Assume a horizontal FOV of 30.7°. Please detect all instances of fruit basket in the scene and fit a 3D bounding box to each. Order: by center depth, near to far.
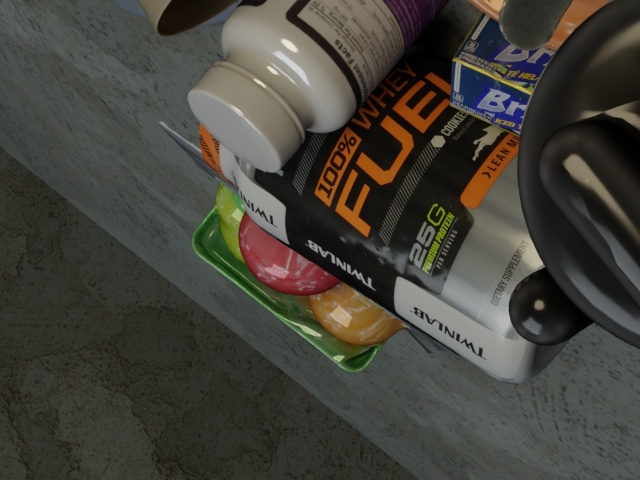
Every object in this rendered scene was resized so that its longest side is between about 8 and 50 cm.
[{"bbox_3d":[0.000,0.000,1.168,0.327,0.165,0.353,38,172,6],"label":"fruit basket"}]

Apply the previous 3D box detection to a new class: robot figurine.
[{"bbox_3d":[0.197,-0.037,0.548,0.209,0.173,0.278,1,-171,27],"label":"robot figurine"}]

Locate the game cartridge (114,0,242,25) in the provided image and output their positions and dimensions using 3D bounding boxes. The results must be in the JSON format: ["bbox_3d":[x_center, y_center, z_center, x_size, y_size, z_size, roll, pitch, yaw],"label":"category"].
[{"bbox_3d":[-0.149,-0.276,1.022,0.198,0.062,0.297,43,164,-29],"label":"game cartridge"}]

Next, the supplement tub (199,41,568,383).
[{"bbox_3d":[0.071,-0.046,0.905,0.316,0.193,0.193,31,162,22],"label":"supplement tub"}]

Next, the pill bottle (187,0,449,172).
[{"bbox_3d":[0.001,-0.142,0.794,0.108,0.193,0.108,36,164,12],"label":"pill bottle"}]

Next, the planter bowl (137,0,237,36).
[{"bbox_3d":[-0.084,-0.236,0.818,0.109,0.162,0.162,51,164,0],"label":"planter bowl"}]

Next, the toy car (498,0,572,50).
[{"bbox_3d":[0.105,-0.172,0.494,0.155,0.188,0.149,41,164,-5],"label":"toy car"}]

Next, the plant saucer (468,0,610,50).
[{"bbox_3d":[0.119,-0.182,0.677,0.200,0.037,0.200,36,171,7],"label":"plant saucer"}]

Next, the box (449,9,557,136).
[{"bbox_3d":[0.172,-0.091,0.775,0.169,0.054,0.059,26,157,16],"label":"box"}]
